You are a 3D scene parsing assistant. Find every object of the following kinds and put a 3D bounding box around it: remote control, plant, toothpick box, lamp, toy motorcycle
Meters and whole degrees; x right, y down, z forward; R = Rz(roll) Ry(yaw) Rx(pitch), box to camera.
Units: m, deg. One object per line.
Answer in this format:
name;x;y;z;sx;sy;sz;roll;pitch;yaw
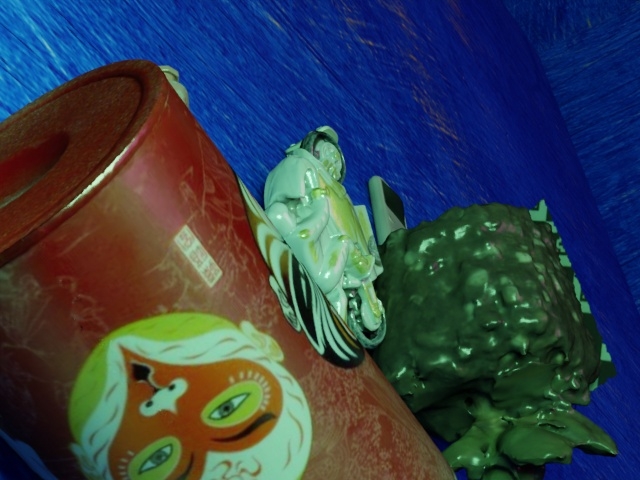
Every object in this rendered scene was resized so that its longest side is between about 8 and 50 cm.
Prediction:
remote control;0.094;0.021;1.783;0.067;0.029;0.261;50;21;-37
plant;0.172;0.133;1.534;0.213;0.215;0.312;30;38;-56
toothpick box;-0.082;0.084;0.897;0.333;0.204;0.204;55;19;-25
lamp;0.009;-0.025;1.579;0.050;0.056;0.198;40;31;-57
toy motorcycle;0.000;0.000;1.460;0.151;0.074;0.228;1;74;-56

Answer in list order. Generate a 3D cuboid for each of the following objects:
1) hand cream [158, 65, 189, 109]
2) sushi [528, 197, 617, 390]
hand cream;-0.126;-0.057;1.254;0.067;0.043;0.209;42;32;-50
sushi;0.223;0.107;1.689;0.047;0.231;0.219;8;53;-41
